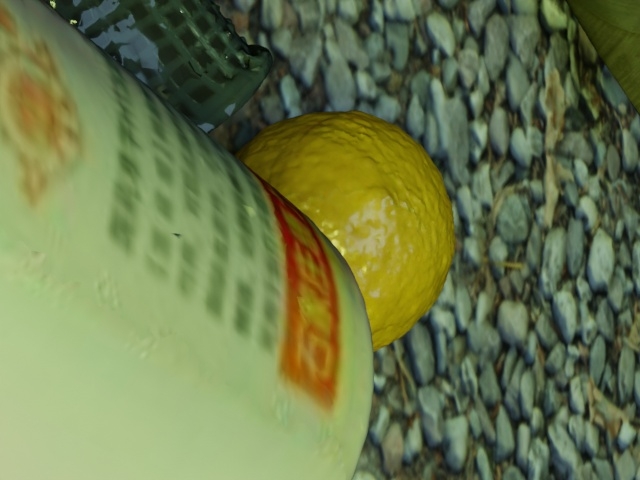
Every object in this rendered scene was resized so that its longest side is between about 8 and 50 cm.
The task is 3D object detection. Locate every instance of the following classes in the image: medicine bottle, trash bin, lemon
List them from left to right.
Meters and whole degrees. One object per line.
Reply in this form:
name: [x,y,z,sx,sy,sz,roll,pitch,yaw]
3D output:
medicine bottle: [-0.171,-0.005,0.643,0.388,0.219,0.219,37,58,-41]
trash bin: [-0.132,-0.107,0.877,0.175,0.175,0.161,-45,113,-46]
lemon: [0.000,0.000,1.060,0.187,0.142,0.142,-41,120,-53]

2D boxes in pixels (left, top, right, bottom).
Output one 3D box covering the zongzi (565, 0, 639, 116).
zongzi: [0.155,-0.250,1.274,0.447,0.181,0.418,-13,104,-53]
